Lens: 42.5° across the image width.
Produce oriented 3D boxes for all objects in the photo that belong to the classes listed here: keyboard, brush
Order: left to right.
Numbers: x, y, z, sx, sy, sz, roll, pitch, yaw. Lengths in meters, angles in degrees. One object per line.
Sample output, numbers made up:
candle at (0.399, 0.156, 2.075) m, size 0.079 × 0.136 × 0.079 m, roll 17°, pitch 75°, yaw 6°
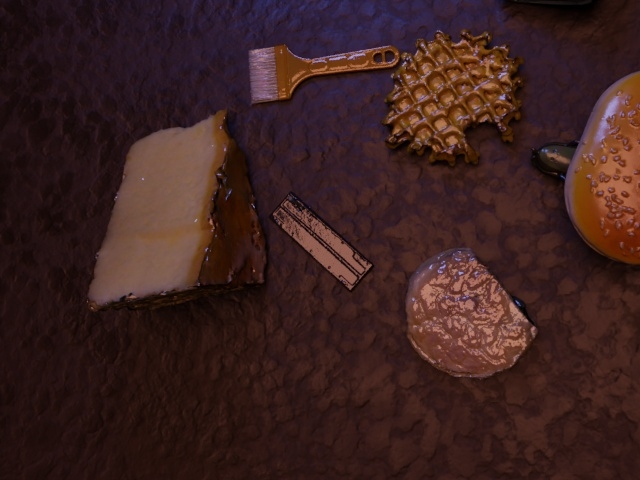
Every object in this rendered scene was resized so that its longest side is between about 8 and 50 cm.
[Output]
keyboard at (0.000, 0.000, 1.404) m, size 0.198 × 0.010 × 0.063 m, roll 42°, pitch 95°, yaw 14°
brush at (0.005, -0.305, 1.441) m, size 0.272 × 0.013 × 0.103 m, roll -6°, pitch 82°, yaw 11°

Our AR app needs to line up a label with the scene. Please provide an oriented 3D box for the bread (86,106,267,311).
bread at (-0.246, -0.044, 1.342) m, size 0.249 × 0.279 × 0.315 m, roll -15°, pitch 92°, yaw 18°

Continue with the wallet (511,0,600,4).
wallet at (0.398, -0.506, 1.332) m, size 0.176 × 0.075 × 0.250 m, roll 15°, pitch 87°, yaw 33°

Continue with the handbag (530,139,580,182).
handbag at (0.388, -0.126, 1.313) m, size 0.111 × 0.047 × 0.072 m, roll 13°, pitch 87°, yaw 11°

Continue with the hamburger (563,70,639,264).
hamburger at (0.485, -0.108, 1.215) m, size 0.227 × 0.151 × 0.295 m, roll 21°, pitch 92°, yaw -5°

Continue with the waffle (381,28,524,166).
waffle at (0.219, -0.240, 1.366) m, size 0.229 × 0.051 × 0.231 m, roll 10°, pitch 85°, yaw 17°

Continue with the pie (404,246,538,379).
pie at (0.226, 0.123, 1.317) m, size 0.185 × 0.052 × 0.218 m, roll -38°, pitch 79°, yaw 4°
